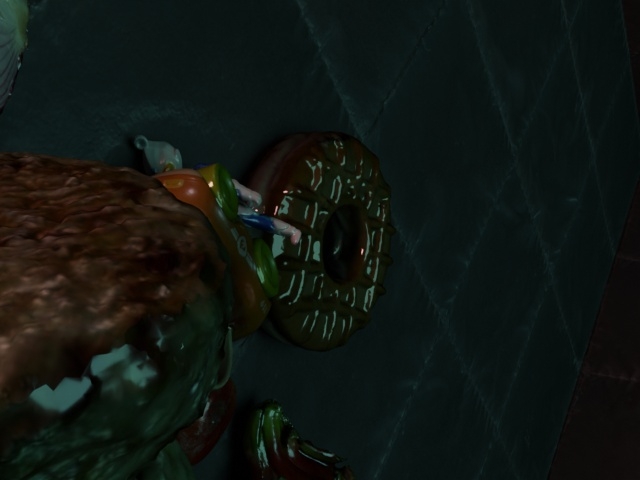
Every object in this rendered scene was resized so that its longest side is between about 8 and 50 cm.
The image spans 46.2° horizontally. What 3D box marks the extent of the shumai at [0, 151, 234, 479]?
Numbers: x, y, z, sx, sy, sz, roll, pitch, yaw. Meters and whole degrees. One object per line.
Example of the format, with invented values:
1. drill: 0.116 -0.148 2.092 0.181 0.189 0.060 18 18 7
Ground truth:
1. shumai: -0.260 0.128 0.552 0.395 0.395 0.348 -28 133 -50

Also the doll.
1. doll: -0.138 -0.043 0.897 0.227 0.114 0.057 41 34 -21

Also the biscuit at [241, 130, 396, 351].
1. biscuit: 0.000 0.000 1.099 0.332 0.103 0.332 -13 106 -53

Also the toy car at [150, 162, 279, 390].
1. toy car: -0.142 0.053 0.792 0.235 0.145 0.235 -17 90 -79

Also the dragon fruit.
1. dragon fruit: -0.023 0.360 1.070 0.200 0.198 0.269 8 74 -44

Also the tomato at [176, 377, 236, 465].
1. tomato: -0.153 0.207 0.923 0.139 0.091 0.159 -45 132 -41

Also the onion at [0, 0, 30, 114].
1. onion: -0.318 -0.205 0.611 0.151 0.098 0.206 36 56 -79
